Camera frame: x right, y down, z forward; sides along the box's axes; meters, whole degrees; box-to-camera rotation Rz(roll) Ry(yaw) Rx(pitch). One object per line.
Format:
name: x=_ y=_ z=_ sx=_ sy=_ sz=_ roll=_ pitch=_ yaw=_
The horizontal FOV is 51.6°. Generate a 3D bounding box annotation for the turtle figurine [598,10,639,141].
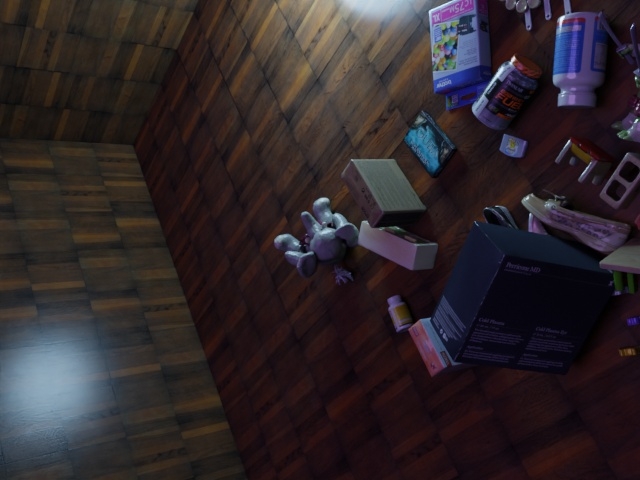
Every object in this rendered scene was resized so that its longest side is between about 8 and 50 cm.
turtle figurine: x=0.709 y=-0.373 z=1.504 sx=0.198 sy=0.275 sz=0.266 roll=-126 pitch=38 yaw=-55

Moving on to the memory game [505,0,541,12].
memory game: x=0.562 y=-0.718 z=1.808 sx=0.186 sy=0.012 sz=0.186 roll=9 pitch=102 yaw=50

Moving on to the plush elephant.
plush elephant: x=0.000 y=0.000 z=2.371 sx=0.330 sy=0.272 sz=0.255 roll=52 pitch=172 yaw=17

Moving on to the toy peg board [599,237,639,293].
toy peg board: x=0.763 y=0.066 z=1.527 sx=0.161 sy=0.161 sz=0.079 roll=10 pitch=120 yaw=51

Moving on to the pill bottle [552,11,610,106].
pill bottle: x=0.647 y=-0.445 z=1.653 sx=0.124 sy=0.124 sz=0.221 roll=11 pitch=100 yaw=51

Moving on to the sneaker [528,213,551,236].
sneaker: x=0.602 y=-0.019 z=1.801 sx=0.070 sy=0.051 sz=0.134 roll=0 pitch=73 yaw=23

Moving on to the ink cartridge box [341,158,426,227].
ink cartridge box: x=0.206 y=-0.157 z=2.171 sx=0.088 sy=0.193 sz=0.234 roll=-55 pitch=51 yaw=40

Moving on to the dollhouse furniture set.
dollhouse furniture set: x=0.751 y=-0.135 z=1.493 sx=0.374 sy=0.202 sz=0.152 roll=56 pitch=133 yaw=42

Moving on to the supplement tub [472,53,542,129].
supplement tub: x=0.516 y=-0.410 z=1.826 sx=0.117 sy=0.117 sz=0.190 roll=58 pitch=134 yaw=32

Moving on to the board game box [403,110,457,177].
board game box: x=0.348 y=-0.308 z=2.118 sx=0.186 sy=0.026 sz=0.126 roll=59 pitch=134 yaw=31

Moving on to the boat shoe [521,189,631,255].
boat shoe: x=0.653 y=-0.061 z=1.697 sx=0.285 sy=0.105 sz=0.089 roll=35 pitch=115 yaw=33

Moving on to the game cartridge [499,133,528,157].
game cartridge: x=0.547 y=-0.266 z=1.877 sx=0.083 sy=0.017 sz=0.055 roll=31 pitch=120 yaw=47

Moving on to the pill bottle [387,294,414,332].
pill bottle: x=0.266 y=0.245 z=2.221 sx=0.065 sy=0.065 sz=0.116 roll=-41 pitch=61 yaw=45

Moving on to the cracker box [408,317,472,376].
cracker box: x=0.387 y=0.299 z=1.937 sx=0.067 sy=0.232 sz=0.155 roll=-49 pitch=55 yaw=41

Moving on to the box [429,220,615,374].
box: x=0.506 y=0.149 z=1.666 sx=0.179 sy=0.344 sz=0.312 roll=-112 pitch=37 yaw=-58

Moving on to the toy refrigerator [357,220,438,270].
toy refrigerator: x=0.253 y=0.008 z=2.196 sx=0.270 sy=0.102 sz=0.094 roll=28 pitch=114 yaw=48

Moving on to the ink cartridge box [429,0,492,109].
ink cartridge box: x=0.420 y=-0.564 z=1.988 sx=0.186 sy=0.065 sz=0.310 roll=-5 pitch=90 yaw=52

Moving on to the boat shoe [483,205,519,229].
boat shoe: x=0.530 y=-0.004 z=1.868 sx=0.077 sy=0.070 sz=0.219 roll=-54 pitch=52 yaw=38

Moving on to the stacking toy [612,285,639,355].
stacking toy: x=0.797 y=0.183 z=1.565 sx=0.221 sy=0.052 sz=0.166 roll=-18 pitch=80 yaw=49

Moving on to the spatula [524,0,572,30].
spatula: x=0.602 y=-0.702 z=1.785 sx=0.168 sy=0.019 sz=0.241 roll=-6 pitch=91 yaw=51
